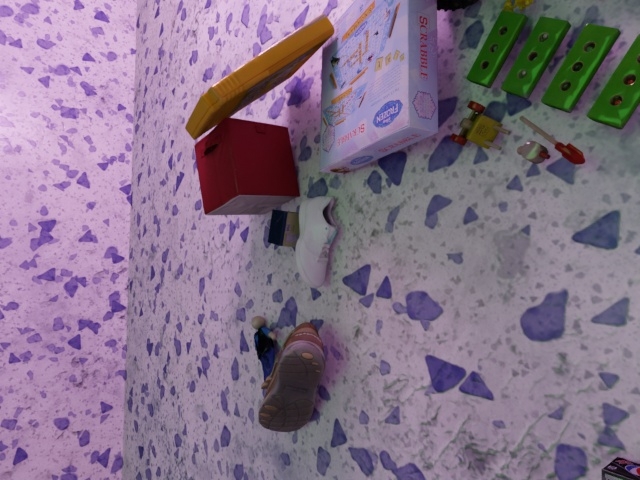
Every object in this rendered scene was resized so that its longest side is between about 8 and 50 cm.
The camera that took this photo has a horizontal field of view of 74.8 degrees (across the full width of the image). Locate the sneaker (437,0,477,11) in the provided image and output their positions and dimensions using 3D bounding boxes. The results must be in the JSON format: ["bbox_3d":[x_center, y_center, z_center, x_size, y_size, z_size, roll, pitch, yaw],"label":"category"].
[{"bbox_3d":[0.273,-0.464,0.680,0.237,0.085,0.086,-16,41,54],"label":"sneaker"}]

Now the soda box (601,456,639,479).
[{"bbox_3d":[0.362,0.350,0.483,0.053,0.060,0.169,0,87,51],"label":"soda box"}]

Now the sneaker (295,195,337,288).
[{"bbox_3d":[0.000,0.000,0.945,0.094,0.080,0.212,-10,77,37],"label":"sneaker"}]

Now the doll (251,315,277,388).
[{"bbox_3d":[-0.145,0.282,1.098,0.129,0.046,0.189,-57,40,41],"label":"doll"}]

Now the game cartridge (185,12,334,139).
[{"bbox_3d":[-0.149,-0.357,0.949,0.053,0.323,0.285,52,161,-16],"label":"game cartridge"}]

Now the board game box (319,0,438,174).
[{"bbox_3d":[0.097,-0.318,0.815,0.318,0.066,0.318,-8,79,63],"label":"board game box"}]

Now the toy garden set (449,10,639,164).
[{"bbox_3d":[0.321,-0.204,0.609,0.244,0.049,0.204,43,116,42],"label":"toy garden set"}]

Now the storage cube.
[{"bbox_3d":[-0.189,-0.180,1.085,0.183,0.215,0.193,-19,78,46],"label":"storage cube"}]

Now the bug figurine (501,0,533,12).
[{"bbox_3d":[0.285,-0.435,0.541,0.216,0.279,0.072,0,56,57],"label":"bug figurine"}]

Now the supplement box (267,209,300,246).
[{"bbox_3d":[-0.074,-0.028,1.022,0.056,0.083,0.083,15,97,49],"label":"supplement box"}]

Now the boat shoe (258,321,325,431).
[{"bbox_3d":[-0.059,0.320,0.960,0.116,0.123,0.324,-83,14,-57],"label":"boat shoe"}]
